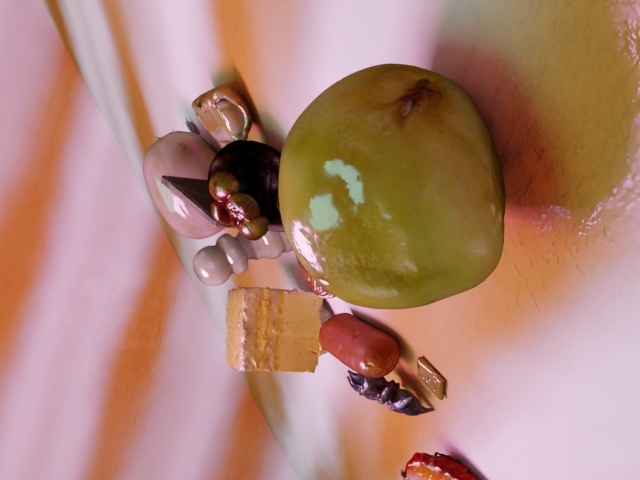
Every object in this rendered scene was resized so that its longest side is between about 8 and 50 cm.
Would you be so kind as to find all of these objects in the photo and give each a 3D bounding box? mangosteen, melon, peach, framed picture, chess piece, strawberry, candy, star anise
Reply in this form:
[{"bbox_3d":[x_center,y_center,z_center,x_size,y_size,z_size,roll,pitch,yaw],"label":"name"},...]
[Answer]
[{"bbox_3d":[-0.158,-0.121,1.769,0.210,0.209,0.210,50,161,24],"label":"mangosteen"},{"bbox_3d":[-0.364,-0.156,2.234,0.317,0.223,0.223,62,162,-11],"label":"melon"},{"bbox_3d":[0.094,-0.071,1.048,0.314,0.282,0.316,3,137,28],"label":"peach"},{"bbox_3d":[-0.220,-0.091,1.977,0.335,0.247,0.022,35,115,50],"label":"framed picture"},{"bbox_3d":[-0.211,0.027,2.077,0.144,0.251,0.144,50,160,25],"label":"chess piece"},{"bbox_3d":[0.309,0.562,1.848,0.236,0.111,0.190,6,118,40],"label":"strawberry"},{"bbox_3d":[-0.364,-0.316,2.300,0.083,0.020,0.030,55,161,13],"label":"candy"},{"bbox_3d":[0.152,0.352,1.856,0.204,0.061,0.180,23,-178,-10],"label":"star anise"}]

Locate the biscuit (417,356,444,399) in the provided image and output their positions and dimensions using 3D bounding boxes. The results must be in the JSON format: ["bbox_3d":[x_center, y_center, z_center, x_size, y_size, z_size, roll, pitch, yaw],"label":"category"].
[{"bbox_3d":[0.235,0.294,1.708,0.081,0.018,0.083,46,159,33],"label":"biscuit"}]

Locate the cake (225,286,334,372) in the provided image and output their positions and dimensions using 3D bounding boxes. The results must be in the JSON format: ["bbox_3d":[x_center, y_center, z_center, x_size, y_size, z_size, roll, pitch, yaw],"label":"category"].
[{"bbox_3d":[-0.098,0.239,2.153,0.227,0.285,0.223,168,105,-72],"label":"cake"}]

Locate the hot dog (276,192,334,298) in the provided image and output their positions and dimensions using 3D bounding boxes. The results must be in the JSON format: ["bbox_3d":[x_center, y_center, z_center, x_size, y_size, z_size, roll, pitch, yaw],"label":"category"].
[{"bbox_3d":[0.000,0.000,1.685,0.196,0.122,0.272,42,161,46],"label":"hot dog"}]

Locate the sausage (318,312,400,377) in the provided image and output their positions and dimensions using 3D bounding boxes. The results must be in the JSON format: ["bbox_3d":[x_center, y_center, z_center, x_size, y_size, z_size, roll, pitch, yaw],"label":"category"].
[{"bbox_3d":[0.092,0.244,1.850,0.259,0.113,0.114,24,142,63],"label":"sausage"}]

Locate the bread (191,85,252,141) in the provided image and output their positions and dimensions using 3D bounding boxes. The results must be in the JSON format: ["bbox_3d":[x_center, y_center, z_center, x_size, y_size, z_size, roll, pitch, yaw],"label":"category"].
[{"bbox_3d":[-0.220,-0.292,1.852,0.134,0.081,0.225,58,162,-17],"label":"bread"}]
